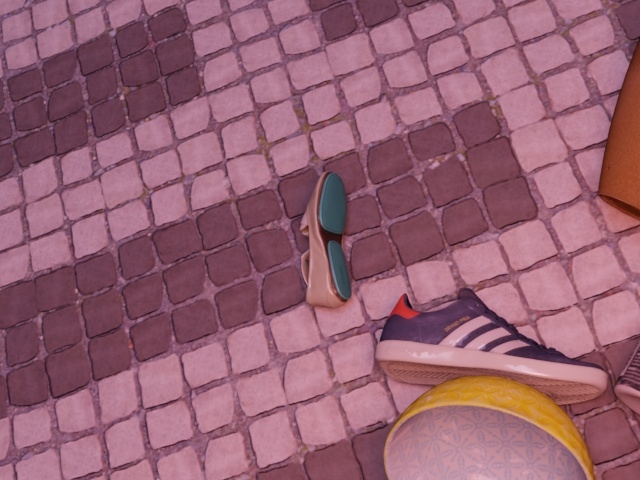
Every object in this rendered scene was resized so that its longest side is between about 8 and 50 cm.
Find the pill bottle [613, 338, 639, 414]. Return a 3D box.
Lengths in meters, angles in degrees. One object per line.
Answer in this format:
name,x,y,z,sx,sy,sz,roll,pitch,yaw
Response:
pill bottle,0.536,0.144,1.386,0.130,0.130,0.245,28,77,26

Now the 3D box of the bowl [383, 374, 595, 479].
bowl,0.248,0.286,1.364,0.290,0.289,0.156,6,36,20

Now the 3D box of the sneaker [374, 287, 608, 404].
sneaker,0.263,0.151,1.472,0.350,0.131,0.148,8,61,16

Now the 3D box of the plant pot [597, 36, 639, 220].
plant pot,0.543,-0.155,1.489,0.237,0.237,0.254,30,93,26

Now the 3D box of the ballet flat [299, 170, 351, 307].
ballet flat,0.000,0.000,1.654,0.086,0.086,0.248,-8,65,14
